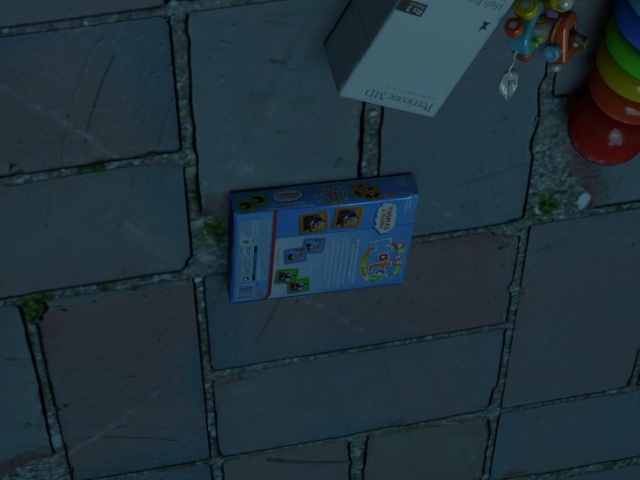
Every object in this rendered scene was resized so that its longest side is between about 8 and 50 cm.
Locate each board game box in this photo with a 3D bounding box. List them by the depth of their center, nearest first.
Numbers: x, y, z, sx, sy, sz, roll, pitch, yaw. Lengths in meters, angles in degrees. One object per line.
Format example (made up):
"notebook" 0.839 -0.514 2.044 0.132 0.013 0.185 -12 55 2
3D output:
"board game box" 0.000 0.000 1.735 0.211 0.039 0.160 -5 139 -11

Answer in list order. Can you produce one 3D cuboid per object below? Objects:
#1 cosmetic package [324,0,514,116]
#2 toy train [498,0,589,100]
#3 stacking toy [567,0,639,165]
"cosmetic package" 0.109 -0.234 1.467 0.117 0.085 0.231 10 133 -26
"toy train" 0.233 -0.204 1.505 0.046 0.166 0.125 15 123 26
"stacking toy" 0.342 -0.202 1.559 0.141 0.141 0.330 -1 145 -17
